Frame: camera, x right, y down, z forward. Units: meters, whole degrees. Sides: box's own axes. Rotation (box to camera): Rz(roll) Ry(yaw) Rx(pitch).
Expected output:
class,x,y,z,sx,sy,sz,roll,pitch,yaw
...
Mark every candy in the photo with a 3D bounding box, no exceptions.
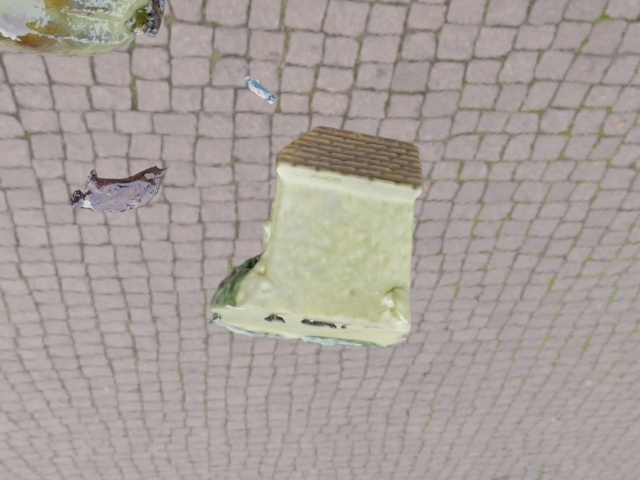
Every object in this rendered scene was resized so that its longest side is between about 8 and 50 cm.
class,x,y,z,sx,sy,sz,roll,pitch,yaw
candy,-0.133,-0.338,1.658,0.083,0.030,0.020,40,152,-12

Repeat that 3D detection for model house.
class,x,y,z,sx,sy,sz,roll,pitch,yaw
model house,0.000,0.000,0.991,0.261,0.266,0.321,9,168,-1

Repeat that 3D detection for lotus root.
class,x,y,z,sx,sy,sz,roll,pitch,yaw
lotus root,-0.318,-0.302,0.872,0.173,0.173,0.309,-29,175,27

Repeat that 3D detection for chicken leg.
class,x,y,z,sx,sy,sz,roll,pitch,yaw
chicken leg,-0.461,-0.115,1.714,0.233,0.063,0.105,-8,121,-27
